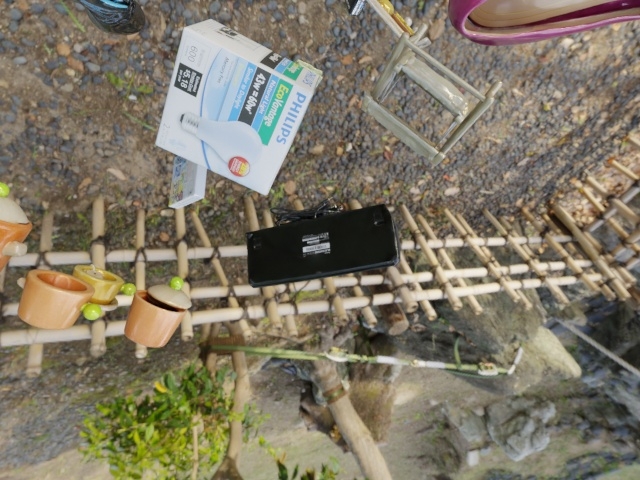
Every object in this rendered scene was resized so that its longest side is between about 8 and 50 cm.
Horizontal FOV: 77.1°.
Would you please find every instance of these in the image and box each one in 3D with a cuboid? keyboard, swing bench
[{"bbox_3d":[0.000,0.000,0.490,0.192,0.100,0.038,-10,163,19],"label":"keyboard"},{"bbox_3d":[0.260,-0.346,1.012,0.253,0.165,0.254,38,134,3],"label":"swing bench"}]

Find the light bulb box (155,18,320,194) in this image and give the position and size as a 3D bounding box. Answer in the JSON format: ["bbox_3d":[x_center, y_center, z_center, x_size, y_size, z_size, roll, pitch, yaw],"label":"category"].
[{"bbox_3d":[-0.241,-0.389,1.201,0.361,0.225,0.357,24,124,-10],"label":"light bulb box"}]

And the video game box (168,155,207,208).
[{"bbox_3d":[-0.486,-0.234,1.480,0.187,0.205,0.048,-11,161,40],"label":"video game box"}]

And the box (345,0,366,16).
[{"bbox_3d":[0.139,-1.001,1.515,0.051,0.220,0.175,-5,161,-24],"label":"box"}]

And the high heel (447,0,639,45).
[{"bbox_3d":[0.308,-0.228,0.335,0.378,0.181,0.127,3,138,29],"label":"high heel"}]

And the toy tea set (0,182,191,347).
[{"bbox_3d":[-0.331,0.028,0.522,0.336,0.200,0.124,26,88,-38],"label":"toy tea set"}]

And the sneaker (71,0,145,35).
[{"bbox_3d":[-0.548,-0.623,1.060,0.140,0.341,0.125,16,101,3],"label":"sneaker"}]

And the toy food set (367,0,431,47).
[{"bbox_3d":[0.234,-0.731,1.258,0.306,0.219,0.092,46,118,-6],"label":"toy food set"}]

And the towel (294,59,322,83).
[{"bbox_3d":[-0.070,-0.518,1.336,0.110,0.027,0.148,15,130,-35],"label":"towel"}]
